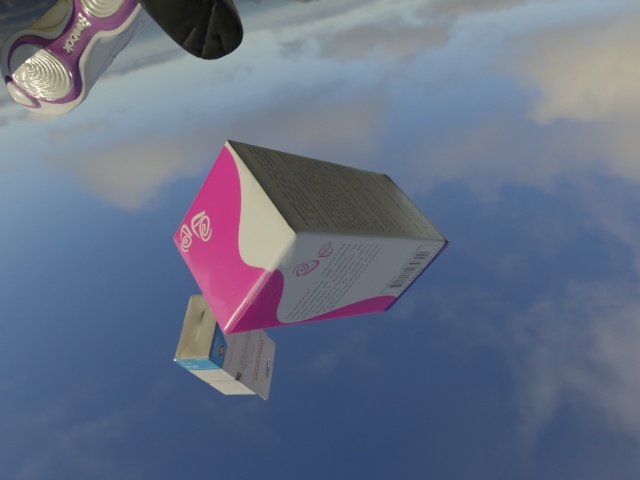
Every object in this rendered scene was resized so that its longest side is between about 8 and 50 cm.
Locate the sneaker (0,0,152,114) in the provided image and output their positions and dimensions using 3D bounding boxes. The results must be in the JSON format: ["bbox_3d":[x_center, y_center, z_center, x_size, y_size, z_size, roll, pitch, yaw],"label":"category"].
[{"bbox_3d":[-0.310,-0.280,0.669,0.305,0.114,0.152,-29,-158,25],"label":"sneaker"}]

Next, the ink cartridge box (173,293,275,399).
[{"bbox_3d":[-0.137,0.168,0.741,0.060,0.180,0.104,-9,-128,19],"label":"ink cartridge box"}]

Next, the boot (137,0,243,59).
[{"bbox_3d":[-0.155,-0.301,0.433,0.085,0.236,0.178,-21,-125,17],"label":"boot"}]

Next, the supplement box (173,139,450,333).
[{"bbox_3d":[0.000,0.000,0.448,0.220,0.111,0.114,2,-137,-50],"label":"supplement box"}]
